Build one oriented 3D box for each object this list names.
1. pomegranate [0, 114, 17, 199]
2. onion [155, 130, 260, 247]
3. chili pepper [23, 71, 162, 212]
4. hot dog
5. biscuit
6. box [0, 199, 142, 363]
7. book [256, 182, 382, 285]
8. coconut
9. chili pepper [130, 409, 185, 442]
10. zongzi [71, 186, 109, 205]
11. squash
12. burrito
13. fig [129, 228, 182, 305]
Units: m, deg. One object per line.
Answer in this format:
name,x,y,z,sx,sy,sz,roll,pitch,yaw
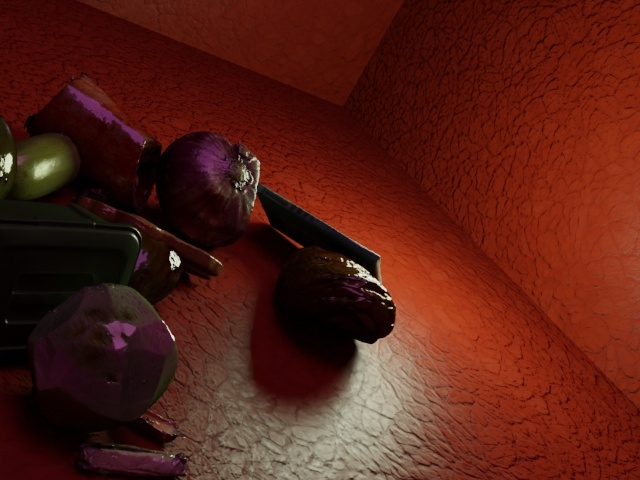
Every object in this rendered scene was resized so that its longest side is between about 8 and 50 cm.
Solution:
pomegranate,-0.665,-0.093,1.509,0.291,0.291,0.323,-6,76,-59
onion,-0.287,-0.125,2.097,0.231,0.272,0.256,27,32,-32
chili pepper,-0.507,-0.237,2.062,0.305,0.251,0.229,31,55,0
hot dog,0.040,0.131,2.045,0.267,0.174,0.387,21,6,-16
biscuit,-0.365,-0.008,1.862,0.334,0.047,0.202,26,-13,-9
box,-0.483,0.052,1.412,0.178,0.252,0.329,33,17,33
book,0.000,0.000,2.296,0.379,0.031,0.264,32,-15,15
coconut,-0.334,0.189,1.328,0.236,0.204,0.235,14,33,-10
chili pepper,-0.301,0.285,1.419,0.178,0.027,0.045,30,15,-3
zongzi,-0.530,-0.097,1.991,0.083,0.067,0.073,20,25,29
squash,-0.623,-0.149,1.854,0.133,0.132,0.247,32,22,2
burrito,-0.282,0.334,1.318,0.186,0.041,0.045,18,65,-33
fig,-0.380,0.076,1.673,0.170,0.145,0.274,30,33,2
